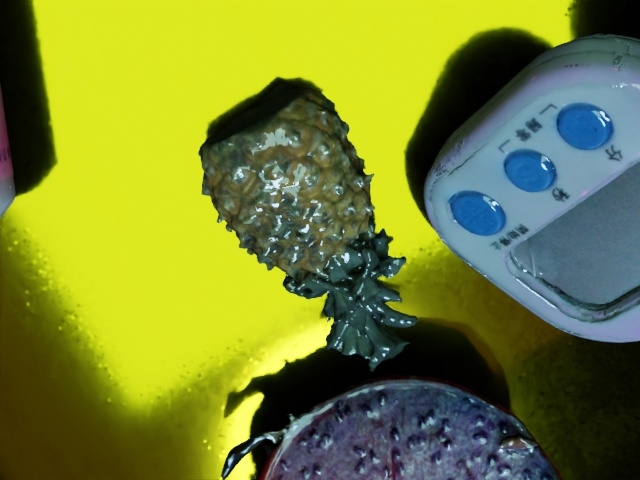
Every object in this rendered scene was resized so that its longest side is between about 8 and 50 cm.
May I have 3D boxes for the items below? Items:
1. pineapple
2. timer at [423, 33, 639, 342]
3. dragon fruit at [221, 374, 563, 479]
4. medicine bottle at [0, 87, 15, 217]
[{"bbox_3d":[0.000,0.000,0.699,0.108,0.108,0.197,-28,109,3],"label":"pineapple"},{"bbox_3d":[0.176,-0.026,0.667,0.191,0.069,0.208,36,141,-9],"label":"timer"},{"bbox_3d":[0.066,0.209,0.739,0.224,0.148,0.218,-16,72,9],"label":"dragon fruit"},{"bbox_3d":[-0.265,-0.121,0.631,0.147,0.147,0.247,-6,102,-2],"label":"medicine bottle"}]
